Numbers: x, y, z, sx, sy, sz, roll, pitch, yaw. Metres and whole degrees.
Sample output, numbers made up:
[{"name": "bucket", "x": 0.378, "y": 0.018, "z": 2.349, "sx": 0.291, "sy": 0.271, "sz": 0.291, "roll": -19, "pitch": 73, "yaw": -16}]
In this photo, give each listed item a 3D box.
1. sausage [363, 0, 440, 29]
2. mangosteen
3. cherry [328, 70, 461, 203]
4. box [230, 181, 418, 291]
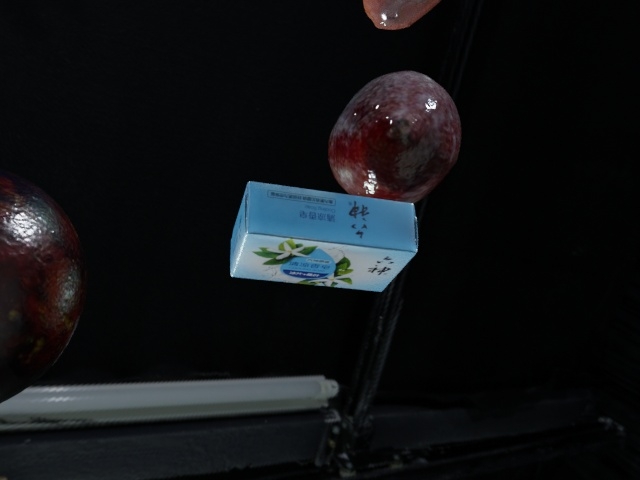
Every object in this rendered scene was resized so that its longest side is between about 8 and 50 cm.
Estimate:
[{"name": "sausage", "x": 0.082, "y": -0.238, "z": 0.618, "sx": 0.094, "sy": 0.054, "sz": 0.059, "roll": -28, "pitch": -49, "yaw": 34}, {"name": "mangosteen", "x": -0.413, "y": 0.041, "z": 0.720, "sx": 0.311, "sy": 0.311, "sz": 0.311, "roll": -11, "pitch": -67, "yaw": -27}, {"name": "cherry", "x": 0.121, "y": -0.161, "z": 1.069, "sx": 0.230, "sy": 0.300, "sz": 0.203, "roll": -40, "pitch": -83, "yaw": 7}, {"name": "box", "x": 0.000, "y": 0.000, "z": 0.899, "sx": 0.232, "sy": 0.142, "sz": 0.083, "roll": 8, "pitch": -118, "yaw": -12}]
